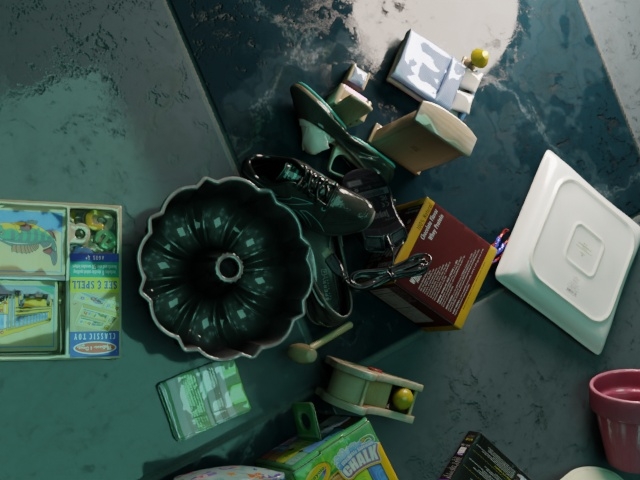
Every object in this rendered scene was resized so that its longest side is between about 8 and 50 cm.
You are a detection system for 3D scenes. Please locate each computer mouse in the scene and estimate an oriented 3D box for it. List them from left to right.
[{"bbox_3d":[0.077,-0.010,1.708,0.184,0.060,0.262,-20,62,-15],"label":"computer mouse"}]

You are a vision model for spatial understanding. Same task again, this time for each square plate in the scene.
[{"bbox_3d":[0.580,0.026,2.020,0.347,0.049,0.344,35,67,-21],"label":"square plate"}]

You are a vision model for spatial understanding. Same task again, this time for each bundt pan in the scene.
[{"bbox_3d":[-0.184,0.054,1.622,0.330,0.124,0.331,3,82,-25],"label":"bundt pan"}]

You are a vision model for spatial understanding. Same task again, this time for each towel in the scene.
[{"bbox_3d":[-0.208,0.286,1.632,0.152,0.023,0.113,-19,92,-27],"label":"towel"}]

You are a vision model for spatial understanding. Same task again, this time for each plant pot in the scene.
[{"bbox_3d":[0.690,0.398,1.962,0.201,0.201,0.180,-10,102,-26],"label":"plant pot"}]

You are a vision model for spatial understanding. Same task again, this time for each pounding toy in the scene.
[{"bbox_3d":[0.083,0.242,1.678,0.269,0.154,0.155,20,85,-31],"label":"pounding toy"}]

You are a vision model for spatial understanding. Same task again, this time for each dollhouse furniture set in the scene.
[{"bbox_3d":[0.211,-0.334,1.824,0.286,0.198,0.303,31,70,-19],"label":"dollhouse furniture set"}]

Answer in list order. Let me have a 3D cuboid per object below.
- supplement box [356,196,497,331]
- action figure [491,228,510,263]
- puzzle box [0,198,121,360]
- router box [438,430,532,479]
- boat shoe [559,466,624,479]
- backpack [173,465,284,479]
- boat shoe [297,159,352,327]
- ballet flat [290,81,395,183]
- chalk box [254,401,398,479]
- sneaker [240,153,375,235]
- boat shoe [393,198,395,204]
[{"bbox_3d":[0.214,0.052,1.808,0.194,0.129,0.191,35,70,-18],"label":"supplement box"},{"bbox_3d":[0.378,0.023,1.948,0.115,0.030,0.038,-46,107,-22],"label":"action figure"},{"bbox_3d":[-0.536,0.068,1.492,0.408,0.052,0.272,1,83,-26],"label":"puzzle box"},{"bbox_3d":[0.343,0.500,1.852,0.179,0.046,0.133,44,68,-14],"label":"router box"},{"bbox_3d":[0.537,0.564,1.911,0.305,0.109,0.091,-6,127,-37],"label":"boat shoe"},{"bbox_3d":[-0.169,0.481,1.511,0.253,0.225,0.191,-8,85,-28],"label":"backpack"},{"bbox_3d":[0.000,0.000,1.732,0.112,0.095,0.335,-12,88,-26],"label":"boat shoe"},{"bbox_3d":[0.030,-0.190,1.779,0.280,0.095,0.096,40,80,-15],"label":"ballet flat"},{"bbox_3d":[0.014,0.431,1.633,0.179,0.180,0.289,-29,94,-26],"label":"chalk box"},{"bbox_3d":[-0.029,-0.086,1.651,0.267,0.106,0.101,18,68,8],"label":"sneaker"},{"bbox_3d":[0.093,-0.055,1.811,0.137,0.049,0.043,-15,92,-24],"label":"boat shoe"}]
